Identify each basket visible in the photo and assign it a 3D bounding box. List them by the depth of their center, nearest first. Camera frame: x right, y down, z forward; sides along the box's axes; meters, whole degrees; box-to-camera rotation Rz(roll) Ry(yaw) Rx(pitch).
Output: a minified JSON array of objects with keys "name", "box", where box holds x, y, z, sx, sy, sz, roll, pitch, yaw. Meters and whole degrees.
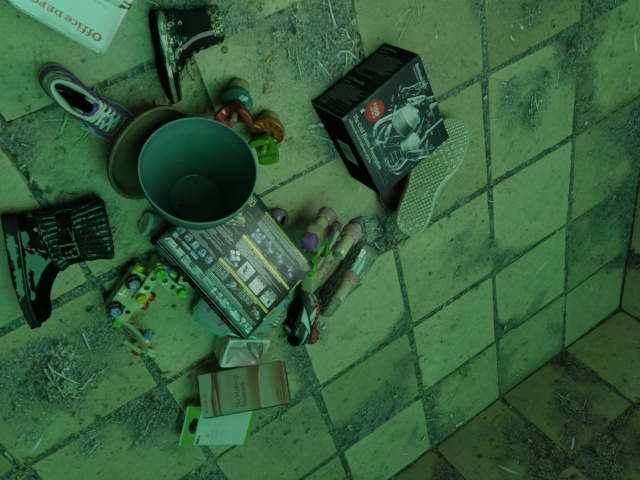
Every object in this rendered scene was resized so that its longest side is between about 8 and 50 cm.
[{"name":"basket","box":[-0.280,0.366,2.043,0.167,0.103,0.113,7,113,-37]}]

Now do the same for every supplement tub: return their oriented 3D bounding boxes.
[{"name":"supplement tub","box":[-0.461,-0.037,1.686,0.107,0.071,0.071,19,105,-41]}]

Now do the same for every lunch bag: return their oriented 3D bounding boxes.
[{"name":"lunch bag","box":[-0.263,0.198,1.901,0.262,0.160,0.223,15,126,-32]}]

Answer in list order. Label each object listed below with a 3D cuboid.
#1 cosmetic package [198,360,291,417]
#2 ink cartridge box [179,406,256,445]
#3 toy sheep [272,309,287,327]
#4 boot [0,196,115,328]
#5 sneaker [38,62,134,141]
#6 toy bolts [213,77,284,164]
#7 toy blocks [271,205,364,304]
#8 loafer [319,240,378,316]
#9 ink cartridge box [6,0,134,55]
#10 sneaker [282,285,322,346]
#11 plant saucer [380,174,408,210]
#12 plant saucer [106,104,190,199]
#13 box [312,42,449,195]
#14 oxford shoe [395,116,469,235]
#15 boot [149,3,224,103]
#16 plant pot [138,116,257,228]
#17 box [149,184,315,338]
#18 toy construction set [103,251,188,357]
[{"name":"cosmetic package","box":[-0.259,0.516,2.023,0.296,0.153,0.129,-11,163,-1]},{"name":"ink cartridge box","box":[-0.383,0.655,2.162,0.255,0.097,0.188,7,114,-22]},{"name":"toy sheep","box":[-0.158,0.254,2.073,0.091,0.091,0.132,-3,115,-34]},{"name":"boot","box":[-0.678,0.062,1.554,0.260,0.131,0.348,-12,123,-29]},{"name":"sneaker","box":[-0.539,-0.301,1.407,0.282,0.161,0.102,33,94,-44]},{"name":"toy bolts","box":[-0.228,-0.339,1.654,0.218,0.158,0.228,-7,144,16]},{"name":"toy blocks","box":[0.000,0.000,1.970,0.288,0.309,0.260,90,26,-46]},{"name":"loafer","box":[0.105,0.154,2.176,0.111,0.112,0.319,30,97,-34]},{"name":"ink cartridge box","box":[-0.509,-0.599,1.260,0.223,0.129,0.307,24,102,-42]},{"name":"sneaker","box":[-0.072,0.281,2.139,0.135,0.097,0.276,-16,127,-29]},{"name":"plant saucer","box":[0.289,-0.204,2.132,0.199,0.036,0.198,-17,125,-26]},{"name":"plant saucer","box":[-0.445,-0.233,1.532,0.278,0.041,0.278,-42,155,-25]},{"name":"box","box":[0.200,-0.382,1.861,0.312,0.179,0.343,-42,133,-8]},{"name":"oxford shoe","box":[0.388,-0.227,2.086,0.130,0.169,0.449,-19,132,-80]},{"name":"boot","box":[-0.329,-0.478,1.494,0.179,0.085,0.236,-21,127,-26]},{"name":"plant pot","box":[-0.324,-0.147,1.533,0.290,0.290,0.195,-24,169,-21]},{"name":"box","box":[-0.248,0.039,1.719,0.318,0.097,0.395,-47,111,-21]},{"name":"toy construction set","box":[-0.507,0.178,1.741,0.215,0.151,0.327,30,86,-37]}]
